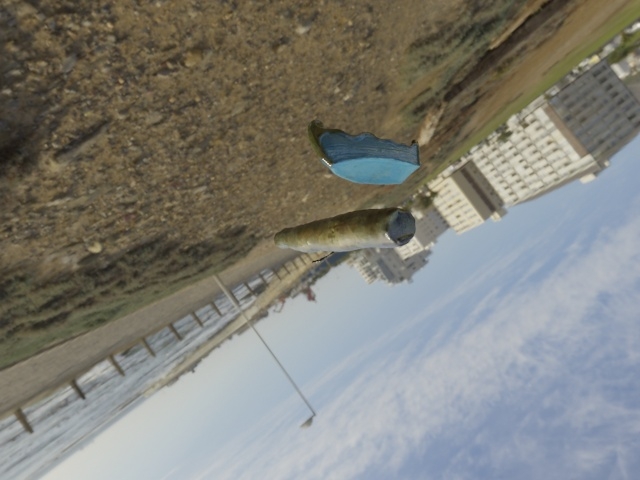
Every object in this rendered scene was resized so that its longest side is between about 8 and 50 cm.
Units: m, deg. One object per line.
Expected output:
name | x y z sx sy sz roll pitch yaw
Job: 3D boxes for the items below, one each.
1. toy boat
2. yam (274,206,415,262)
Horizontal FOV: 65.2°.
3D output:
toy boat | 0.065 -0.137 0.761 0.186 0.077 0.075 0 152 -29
yam | 0.000 -0.002 0.372 0.027 0.029 0.234 -27 -173 -19
